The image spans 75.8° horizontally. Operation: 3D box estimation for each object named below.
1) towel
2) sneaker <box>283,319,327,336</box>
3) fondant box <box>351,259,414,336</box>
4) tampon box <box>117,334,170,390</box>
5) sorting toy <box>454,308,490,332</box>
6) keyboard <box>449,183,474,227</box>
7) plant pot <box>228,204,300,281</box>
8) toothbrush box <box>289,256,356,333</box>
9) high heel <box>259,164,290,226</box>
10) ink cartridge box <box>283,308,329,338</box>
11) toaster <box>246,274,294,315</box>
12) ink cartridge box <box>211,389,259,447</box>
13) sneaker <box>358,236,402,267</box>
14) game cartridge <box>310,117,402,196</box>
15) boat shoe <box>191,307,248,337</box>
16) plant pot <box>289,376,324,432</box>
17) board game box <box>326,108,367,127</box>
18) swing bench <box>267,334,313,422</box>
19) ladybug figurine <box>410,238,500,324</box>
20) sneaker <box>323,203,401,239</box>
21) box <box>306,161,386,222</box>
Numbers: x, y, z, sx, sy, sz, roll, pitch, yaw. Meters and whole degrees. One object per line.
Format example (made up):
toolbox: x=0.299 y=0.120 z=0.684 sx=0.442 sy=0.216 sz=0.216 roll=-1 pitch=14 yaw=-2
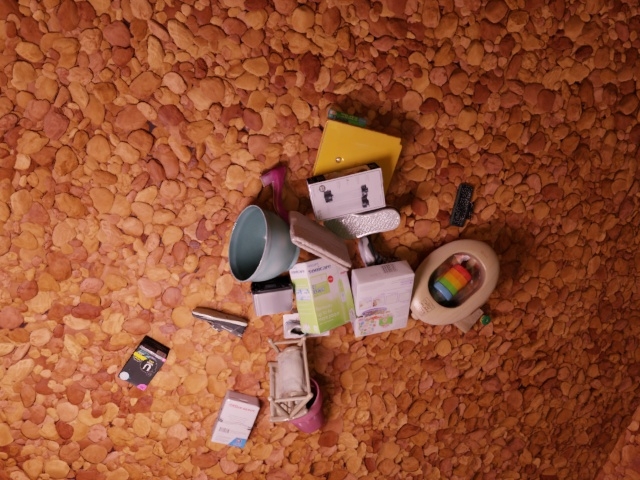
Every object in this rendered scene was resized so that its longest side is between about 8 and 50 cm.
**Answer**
towel: x=0.000 y=0.000 z=1.590 sx=0.282 sy=0.187 sz=0.049 roll=28 pitch=117 yaw=-26
sneaker: x=-0.053 y=0.375 z=1.703 sx=0.191 sy=0.083 sz=0.071 roll=1 pitch=99 yaw=-13
fondant box: x=0.253 y=0.251 z=1.734 sx=0.238 sy=0.096 sz=0.330 roll=-9 pitch=128 yaw=-9
tampon box: x=-0.708 y=0.493 z=1.657 sx=0.120 sy=0.101 sz=0.161 roll=35 pitch=92 yaw=-14
sorting toy: x=0.661 y=0.336 z=1.922 sx=0.274 sy=0.046 sz=0.132 roll=39 pitch=91 yaw=-15
keyboard: x=0.646 y=-0.152 z=1.835 sx=0.100 sy=0.038 sz=0.192 roll=10 pitch=99 yaw=-13
plant pot: x=-0.203 y=0.024 z=1.598 sx=0.196 sy=0.293 sz=0.293 roll=11 pitch=99 yaw=-37
toothbrush box: x=0.010 y=0.211 z=1.667 sx=0.206 sy=0.122 sz=0.283 roll=-11 pitch=89 yaw=-39
high heel: x=-0.146 y=-0.177 z=1.661 sx=0.117 sy=0.082 sz=0.244 roll=-26 pitch=96 yaw=-7
ink cartridge box: x=-0.064 y=0.353 z=1.775 sx=0.198 sy=0.067 sz=0.115 roll=-2 pitch=101 yaw=-12
toaster: x=-0.203 y=0.220 z=1.671 sx=0.186 sy=0.168 sz=0.110 roll=-8 pitch=102 yaw=-10
ink cartridge box: x=-0.369 y=0.773 z=1.783 sx=0.148 sy=0.086 sz=0.203 roll=21 pitch=95 yaw=-14
sneaker: x=0.267 y=0.081 z=1.775 sx=0.153 sy=0.101 sz=0.268 roll=-24 pitch=110 yaw=-7
game cartridge: x=0.143 y=-0.314 z=1.659 sx=0.324 sy=0.052 sz=0.285 roll=10 pitch=113 yaw=-16
boat shoe: x=-0.421 y=0.340 z=1.695 sx=0.233 sy=0.084 sz=0.079 roll=21 pitch=95 yaw=-17
plant pot: x=-0.070 y=0.730 z=1.789 sx=0.201 sy=0.201 sz=0.180 roll=-24 pitch=120 yaw=-6
board game box: x=0.088 y=-0.409 z=1.679 sx=0.160 sy=0.039 sz=0.211 roll=11 pitch=99 yaw=-14
swing bench: x=-0.129 y=0.558 z=1.653 sx=0.165 sy=0.253 sz=0.254 roll=-2 pitch=139 yaw=-8
ladybug figurine: x=0.566 y=0.184 z=1.795 sx=0.449 sy=0.162 sz=0.305 roll=-38 pitch=82 yaw=-2
sneaker: x=0.177 y=-0.081 z=1.723 sx=0.321 sy=0.127 sz=0.126 roll=-4 pitch=106 yaw=15
box: x=0.102 y=-0.191 z=1.634 sx=0.290 sy=0.087 sz=0.169 roll=-14 pitch=117 yaw=-2
